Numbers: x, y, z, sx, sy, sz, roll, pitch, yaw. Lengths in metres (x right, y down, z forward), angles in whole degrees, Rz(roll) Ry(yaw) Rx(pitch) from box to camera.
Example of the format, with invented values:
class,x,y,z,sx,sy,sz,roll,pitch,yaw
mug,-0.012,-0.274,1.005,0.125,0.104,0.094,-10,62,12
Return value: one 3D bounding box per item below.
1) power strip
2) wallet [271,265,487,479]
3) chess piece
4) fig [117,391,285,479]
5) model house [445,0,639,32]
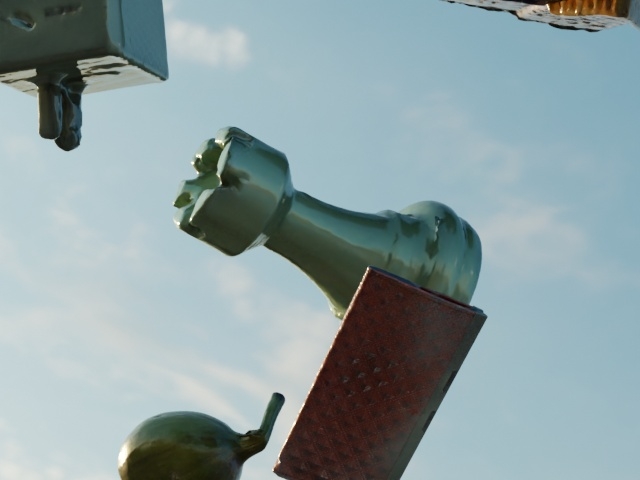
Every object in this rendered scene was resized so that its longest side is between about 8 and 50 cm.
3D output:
class,x,y,z,sx,sy,sz,roll,pitch,yaw
power strip,-0.225,-0.197,1.337,0.140,0.224,0.139,-8,-7,13
wallet,0.045,0.122,1.169,0.103,0.020,0.196,21,-70,-11
chess piece,0.000,0.000,1.527,0.299,0.194,0.194,28,-31,-23
fig,-0.141,0.269,1.743,0.186,0.142,0.148,-7,6,24
model house,0.261,-0.348,1.614,0.237,0.202,0.237,12,4,-8
